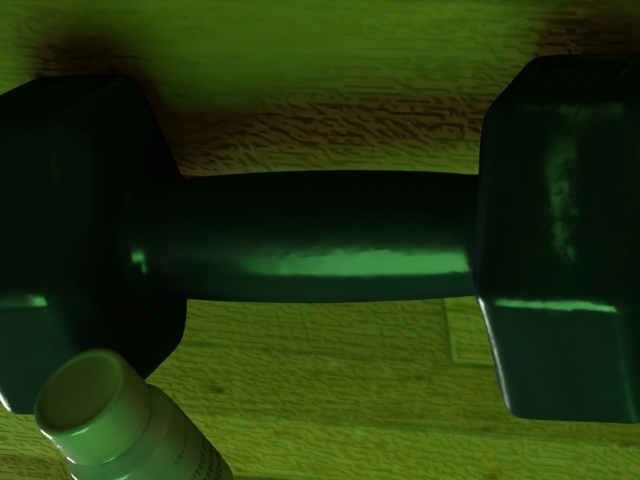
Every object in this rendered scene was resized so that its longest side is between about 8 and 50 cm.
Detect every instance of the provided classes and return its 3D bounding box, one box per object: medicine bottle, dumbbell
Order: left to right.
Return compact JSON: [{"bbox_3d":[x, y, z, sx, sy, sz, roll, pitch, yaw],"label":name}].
[{"bbox_3d":[-0.077,0.088,0.769,0.052,0.052,0.089,-10,136,28],"label":"medicine bottle"},{"bbox_3d":[0.000,-0.001,0.792,0.316,0.156,0.143,-1,168,19],"label":"dumbbell"}]
